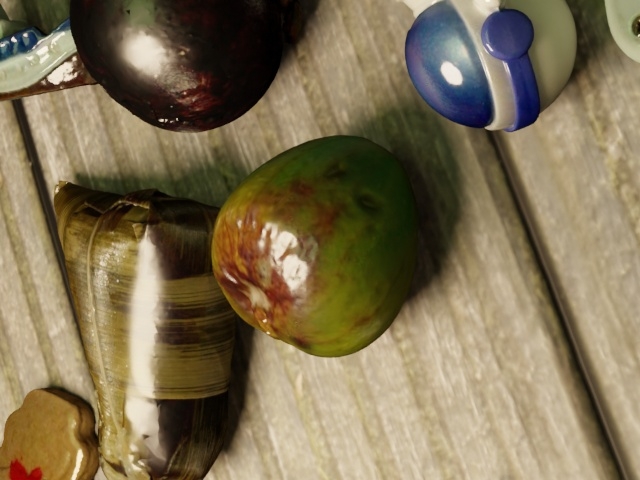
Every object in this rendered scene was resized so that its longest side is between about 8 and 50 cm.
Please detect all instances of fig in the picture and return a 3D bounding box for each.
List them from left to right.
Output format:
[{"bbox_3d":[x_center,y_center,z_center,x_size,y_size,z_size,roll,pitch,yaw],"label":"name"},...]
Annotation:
[{"bbox_3d":[0.000,0.000,1.196,0.181,0.181,0.191,36,86,31],"label":"fig"}]

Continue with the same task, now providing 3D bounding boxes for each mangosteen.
[{"bbox_3d":[-0.111,-0.223,1.271,0.211,0.211,0.250,32,77,32],"label":"mangosteen"}]

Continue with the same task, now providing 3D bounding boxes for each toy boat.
[{"bbox_3d":[-0.307,-0.208,1.442,0.262,0.114,0.115,-6,98,31],"label":"toy boat"}]

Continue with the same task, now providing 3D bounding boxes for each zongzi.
[{"bbox_3d":[-0.198,0.080,1.368,0.288,0.134,0.286,15,102,49],"label":"zongzi"}]

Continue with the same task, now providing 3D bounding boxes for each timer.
[{"bbox_3d":[0.088,-0.267,1.108,0.270,0.270,0.384,-24,89,33],"label":"timer"}]

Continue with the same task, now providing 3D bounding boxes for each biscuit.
[{"bbox_3d":[-0.320,0.312,1.492,0.183,0.047,0.320,48,116,30],"label":"biscuit"}]

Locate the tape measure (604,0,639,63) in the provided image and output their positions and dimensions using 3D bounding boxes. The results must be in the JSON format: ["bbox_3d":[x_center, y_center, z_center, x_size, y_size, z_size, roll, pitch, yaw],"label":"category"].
[{"bbox_3d":[0.298,-0.253,1.007,0.246,0.125,0.243,-15,81,35],"label":"tape measure"}]
